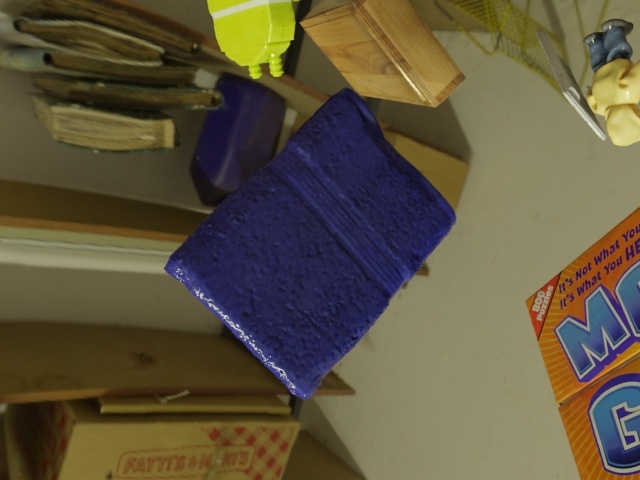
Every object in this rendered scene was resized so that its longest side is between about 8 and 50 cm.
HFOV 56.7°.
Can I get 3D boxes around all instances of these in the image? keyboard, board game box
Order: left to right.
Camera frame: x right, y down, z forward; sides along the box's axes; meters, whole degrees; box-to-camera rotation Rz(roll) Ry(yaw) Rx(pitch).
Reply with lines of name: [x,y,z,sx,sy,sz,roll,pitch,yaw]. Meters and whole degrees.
keyboard: [0.300,-0.198,0.724,0.072,0.014,0.256,47,-150,-18]
board game box: [0.548,0.164,0.732,0.356,0.356,0.357,18,-136,-20]

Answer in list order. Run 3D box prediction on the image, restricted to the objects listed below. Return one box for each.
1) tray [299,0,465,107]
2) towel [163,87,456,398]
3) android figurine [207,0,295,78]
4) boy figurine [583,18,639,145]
tray: [0.088,-0.348,1.068,0.203,0.076,0.411,45,-179,-20]
towel: [0.000,0.000,0.697,0.228,0.308,0.076,48,158,-12]
android figurine: [-0.103,-0.371,0.847,0.056,0.273,0.248,-21,-160,-32]
boy figurine: [0.674,-0.353,1.332,0.092,0.286,0.177,2,162,-19]
